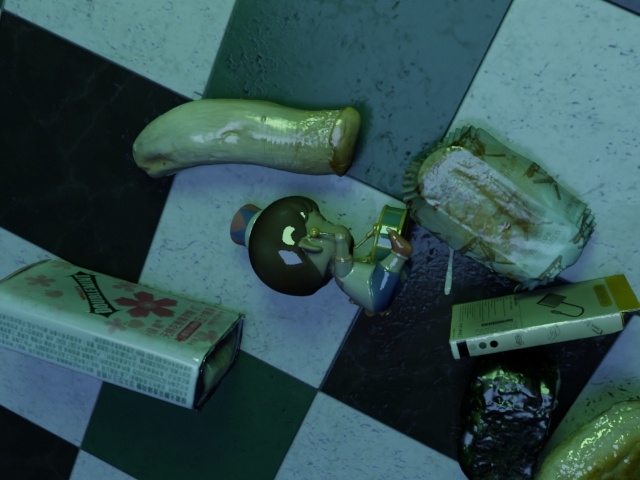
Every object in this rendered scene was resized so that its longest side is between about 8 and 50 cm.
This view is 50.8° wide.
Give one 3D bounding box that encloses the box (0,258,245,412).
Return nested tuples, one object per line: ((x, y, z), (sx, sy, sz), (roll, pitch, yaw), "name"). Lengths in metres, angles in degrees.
((-0.314, 0.139, 1.065), (0.370, 0.190, 0.112), (14, 110, 8), "box")

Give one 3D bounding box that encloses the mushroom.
((-0.112, -0.145, 0.980), (0.351, 0.095, 0.122), (1, 125, 15), "mushroom")

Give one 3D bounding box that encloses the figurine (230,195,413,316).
((-0.003, 0.008, 0.976), (0.276, 0.161, 0.158), (12, 69, 7), "figurine")

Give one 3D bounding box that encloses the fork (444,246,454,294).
((0.193, 0.029, 0.998), (0.016, 0.012, 0.115), (10, 110, 18), "fork")

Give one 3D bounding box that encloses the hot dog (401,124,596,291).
((0.244, -0.044, 0.928), (0.270, 0.082, 0.162), (35, 111, -2), "hot dog")

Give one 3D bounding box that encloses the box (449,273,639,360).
((0.303, 0.105, 0.932), (0.247, 0.129, 0.033), (-12, 104, 18), "box")

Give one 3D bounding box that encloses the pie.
((0.428, 0.371, 0.958), (0.338, 0.075, 0.337), (-5, 113, -12), "pie")

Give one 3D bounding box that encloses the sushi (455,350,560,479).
((0.269, 0.264, 0.993), (0.127, 0.124, 0.225), (12, 115, 14), "sushi")
